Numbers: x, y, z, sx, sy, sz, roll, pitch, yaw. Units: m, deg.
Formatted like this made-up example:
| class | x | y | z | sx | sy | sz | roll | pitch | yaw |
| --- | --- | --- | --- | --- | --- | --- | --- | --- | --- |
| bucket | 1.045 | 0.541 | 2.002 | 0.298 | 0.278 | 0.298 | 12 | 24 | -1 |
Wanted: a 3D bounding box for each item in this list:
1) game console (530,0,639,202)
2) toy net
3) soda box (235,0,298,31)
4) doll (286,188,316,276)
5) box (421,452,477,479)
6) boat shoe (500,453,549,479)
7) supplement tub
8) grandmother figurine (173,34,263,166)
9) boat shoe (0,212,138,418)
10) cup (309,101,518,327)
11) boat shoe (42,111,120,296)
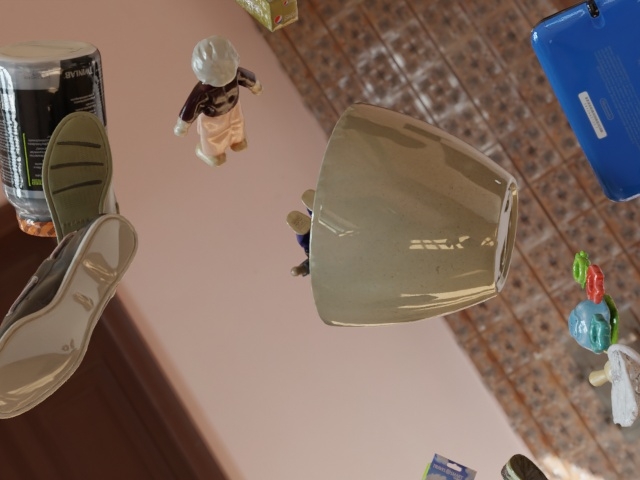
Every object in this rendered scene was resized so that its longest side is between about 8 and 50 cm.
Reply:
| class | x | y | z | sx | sy | sz | roll | pitch | yaw |
| --- | --- | --- | --- | --- | --- | --- | --- | --- | --- |
| game console | 0.458 | -0.242 | 1.448 | 0.250 | 0.293 | 0.173 | -22 | 23 | 23 |
| toy net | 0.310 | 0.103 | 1.100 | 0.045 | 0.122 | 0.232 | 0 | 24 | -4 |
| soda box | -0.114 | -0.443 | 1.858 | 0.058 | 0.181 | 0.061 | -30 | -38 | -21 |
| doll | 0.000 | 0.000 | 1.508 | 0.129 | 0.046 | 0.189 | -55 | -25 | -10 |
| box | 0.264 | 0.572 | 2.312 | 0.042 | 0.109 | 0.178 | 114 | 179 | -73 |
| boat shoe | 0.484 | 0.570 | 2.305 | 0.080 | 0.223 | 0.073 | -32 | -17 | -34 |
| supplement tub | -0.466 | -0.179 | 1.833 | 0.193 | 0.316 | 0.194 | 0 | 21 | 0 |
| grandmother figurine | -0.207 | -0.276 | 2.081 | 0.208 | 0.104 | 0.342 | -45 | -17 | -23 |
| boat shoe | -0.370 | 0.104 | 1.462 | 0.095 | 0.112 | 0.335 | -11 | 42 | 52 |
| cup | 0.150 | -0.022 | 1.502 | 0.236 | 0.331 | 0.331 | 8 | 9 | 19 |
| boat shoe | -0.377 | -0.049 | 1.675 | 0.113 | 0.303 | 0.103 | -3 | -8 | -6 |
